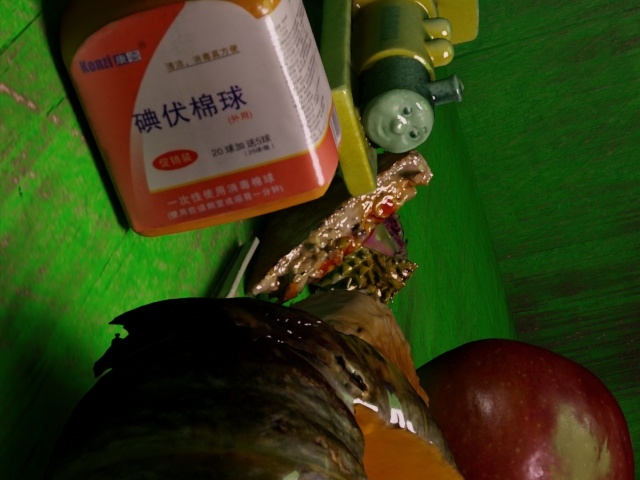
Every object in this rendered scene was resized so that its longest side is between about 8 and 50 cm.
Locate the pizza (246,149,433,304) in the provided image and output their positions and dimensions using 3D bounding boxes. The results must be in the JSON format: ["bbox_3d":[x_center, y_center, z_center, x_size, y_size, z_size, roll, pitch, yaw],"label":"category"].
[{"bbox_3d":[0.000,0.000,1.365,0.062,0.188,0.199,54,50,-16],"label":"pizza"}]

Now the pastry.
[{"bbox_3d":[0.023,0.168,1.292,0.236,0.120,0.257,60,22,-43],"label":"pastry"}]

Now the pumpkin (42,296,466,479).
[{"bbox_3d":[-0.021,0.188,0.819,0.320,0.192,0.320,53,26,-42],"label":"pumpkin"}]

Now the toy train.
[{"bbox_3d":[0.029,-0.170,1.396,0.369,0.237,0.150,-87,162,-54],"label":"toy train"}]

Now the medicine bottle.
[{"bbox_3d":[-0.085,-0.127,1.012,0.112,0.149,0.222,-81,155,-61],"label":"medicine bottle"}]

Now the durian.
[{"bbox_3d":[0.015,0.010,1.550,0.108,0.119,0.187,32,16,-18],"label":"durian"}]

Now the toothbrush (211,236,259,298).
[{"bbox_3d":[-0.077,0.045,1.174,0.028,0.026,0.294,60,14,-7],"label":"toothbrush"}]

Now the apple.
[{"bbox_3d":[0.192,0.254,1.634,0.288,0.288,0.317,59,29,-56],"label":"apple"}]
